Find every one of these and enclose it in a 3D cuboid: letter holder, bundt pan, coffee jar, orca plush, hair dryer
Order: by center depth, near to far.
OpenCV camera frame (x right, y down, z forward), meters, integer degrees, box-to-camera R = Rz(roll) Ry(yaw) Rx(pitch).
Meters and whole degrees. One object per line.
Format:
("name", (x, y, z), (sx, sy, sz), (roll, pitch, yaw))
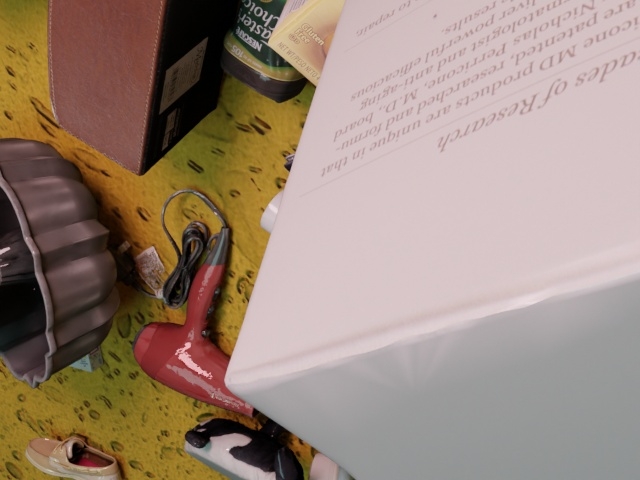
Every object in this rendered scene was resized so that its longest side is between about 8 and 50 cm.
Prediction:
("coffee jar", (-0.038, -0.234, 0.997), (0.096, 0.079, 0.184), (34, 128, 18))
("letter holder", (-0.209, -0.256, 1.004), (0.214, 0.152, 0.302), (30, 138, 9))
("orca plush", (-0.080, 0.250, 1.245), (0.151, 0.102, 0.287), (36, 162, -10))
("hair dryer", (-0.164, 0.102, 1.251), (0.224, 0.080, 0.293), (-27, 96, 41))
("bundt pan", (-0.365, 0.014, 1.281), (0.331, 0.124, 0.330), (31, 131, 44))

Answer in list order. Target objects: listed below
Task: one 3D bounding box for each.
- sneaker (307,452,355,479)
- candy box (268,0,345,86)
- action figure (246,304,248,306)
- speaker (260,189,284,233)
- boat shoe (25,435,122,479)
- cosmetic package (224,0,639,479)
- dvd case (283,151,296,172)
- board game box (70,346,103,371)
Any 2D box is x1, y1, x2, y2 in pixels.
("sneaker", (0.079, 0.427, 1.239), (0.150, 0.135, 0.365), (-11, 103, 7))
("candy box", (0.126, -0.213, 0.845), (0.183, 0.087, 0.316), (38, 136, -23))
("action figure", (0.013, 0.165, 1.171), (0.137, 0.063, 0.232), (-13, 101, 36))
("speaker", (0.000, 0.000, 1.103), (0.136, 0.055, 0.055), (35, 128, 17))
("boat shoe", (-0.379, 0.332, 1.533), (0.170, 0.063, 0.059), (16, 118, 17))
("cosmetic package", (0.200, -0.019, 0.667), (0.327, 0.393, 0.329), (-23, 129, 39))
("dvd case", (0.091, -0.030, 0.987), (0.165, 0.018, 0.221), (-17, 130, 39))
("board game box", (-0.391, 0.128, 1.457), (0.154, 0.026, 0.103), (8, 117, 31))
